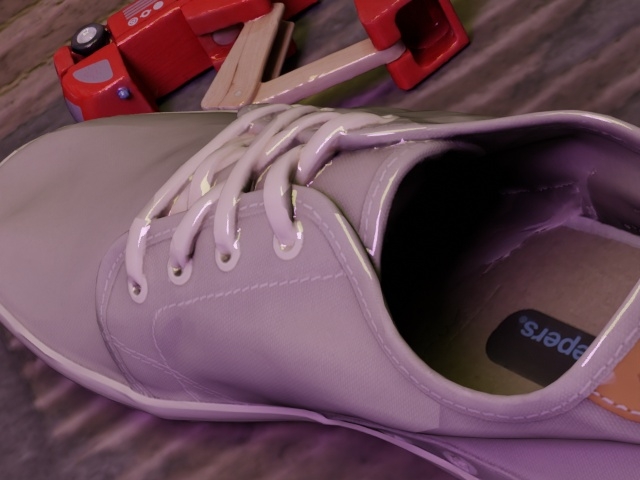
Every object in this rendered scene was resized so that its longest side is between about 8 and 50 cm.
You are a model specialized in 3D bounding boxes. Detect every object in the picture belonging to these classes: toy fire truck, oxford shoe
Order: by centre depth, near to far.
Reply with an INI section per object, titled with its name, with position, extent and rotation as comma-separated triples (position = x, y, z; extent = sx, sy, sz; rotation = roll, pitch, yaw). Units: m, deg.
[oxford shoe]
position = 0.000, 0.000, 0.736
extent = 0.449, 0.130, 0.169
rotation = 16, 62, 44
[toy fire truck]
position = -0.035, -0.094, 0.911
extent = 0.192, 0.047, 0.135
rotation = -31, 40, 3
